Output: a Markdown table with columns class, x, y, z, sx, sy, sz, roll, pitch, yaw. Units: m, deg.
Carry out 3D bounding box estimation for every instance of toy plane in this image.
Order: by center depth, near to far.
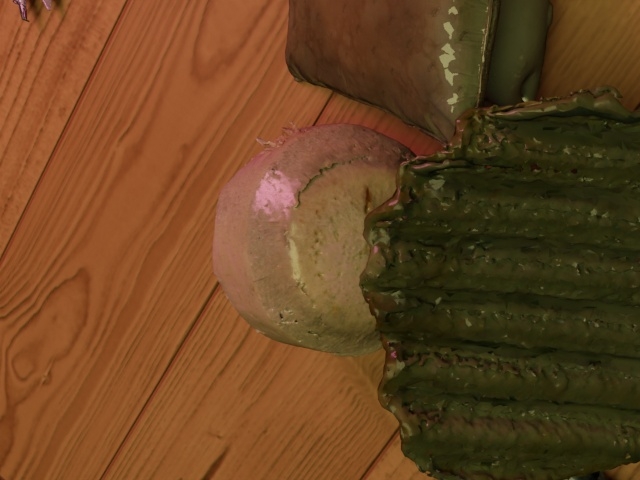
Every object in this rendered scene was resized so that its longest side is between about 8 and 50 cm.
| class | x | y | z | sx | sy | sz | roll | pitch | yaw |
| --- | --- | --- | --- | --- | --- | --- | --- | --- | --- |
| toy plane | -0.323 | -0.283 | 1.105 | 0.083 | 0.031 | 0.078 | 24 | 94 | 14 |

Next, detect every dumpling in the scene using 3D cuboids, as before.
| class | x | y | z | sx | sy | sz | roll | pitch | yaw |
| --- | --- | --- | --- | --- | --- | --- | --- | --- | --- |
| dumpling | 0.144 | -0.206 | 0.898 | 0.105 | 0.149 | 0.216 | -12 | 104 | -13 |

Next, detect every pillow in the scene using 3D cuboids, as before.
| class | x | y | z | sx | sy | sz | roll | pitch | yaw |
| --- | --- | --- | --- | --- | --- | --- | --- | --- | --- |
| pillow | 0.053 | -0.193 | 0.867 | 0.302 | 0.075 | 0.185 | 34 | 128 | 52 |

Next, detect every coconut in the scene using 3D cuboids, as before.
| class | x | y | z | sx | sy | sz | roll | pitch | yaw |
| --- | --- | --- | --- | --- | --- | --- | --- | --- | --- |
| coconut | 0.000 | 0.000 | 0.935 | 0.234 | 0.224 | 0.224 | -163 | 66 | -64 |

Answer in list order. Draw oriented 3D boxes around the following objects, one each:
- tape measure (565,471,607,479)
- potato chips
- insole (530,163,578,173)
| class | x | y | z | sx | sy | sz | roll | pitch | yaw |
| --- | --- | --- | --- | --- | --- | --- | --- | --- | --- |
| tape measure | 0.147 | 0.299 | 1.003 | 0.330 | 0.084 | 0.164 | -30 | 87 | 25 |
| potato chips | 0.243 | 0.050 | 0.823 | 0.429 | 0.070 | 0.358 | 4 | 116 | -7 |
| insole | 0.309 | -0.073 | 0.895 | 0.248 | 0.011 | 0.081 | -1 | 100 | 23 |
